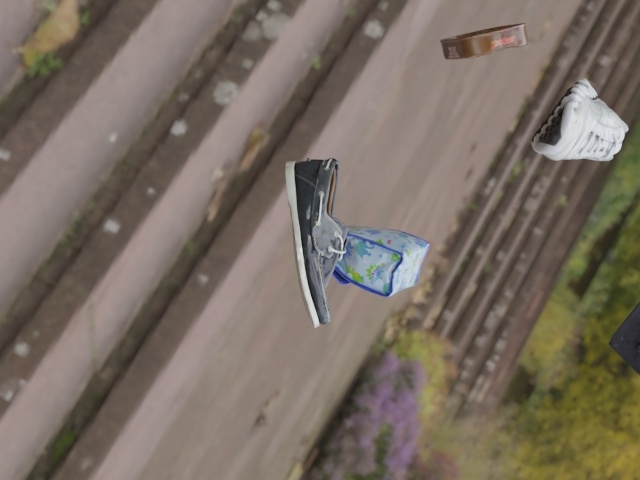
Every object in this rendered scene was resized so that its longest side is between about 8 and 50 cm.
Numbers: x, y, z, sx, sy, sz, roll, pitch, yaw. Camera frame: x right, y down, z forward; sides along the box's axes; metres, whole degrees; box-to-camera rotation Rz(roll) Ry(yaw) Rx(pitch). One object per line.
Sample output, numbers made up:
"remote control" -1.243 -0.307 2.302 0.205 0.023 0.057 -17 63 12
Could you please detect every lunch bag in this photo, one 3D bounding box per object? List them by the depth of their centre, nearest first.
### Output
"lunch bag" 0.073 0.022 2.057 0.129 0.151 0.096 -16 129 -66

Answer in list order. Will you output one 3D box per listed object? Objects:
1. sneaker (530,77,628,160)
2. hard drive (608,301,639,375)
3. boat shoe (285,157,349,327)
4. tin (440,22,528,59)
"sneaker" 0.397 -0.167 1.974 0.110 0.118 0.292 -53 173 24
"hard drive" 0.505 0.102 1.684 0.054 0.172 0.254 -26 157 -50
"boat shoe" 0.000 0.000 1.763 0.084 0.079 0.233 85 0 -73
"tin" 0.249 -0.302 2.010 0.106 0.040 0.190 -18 -170 -8
